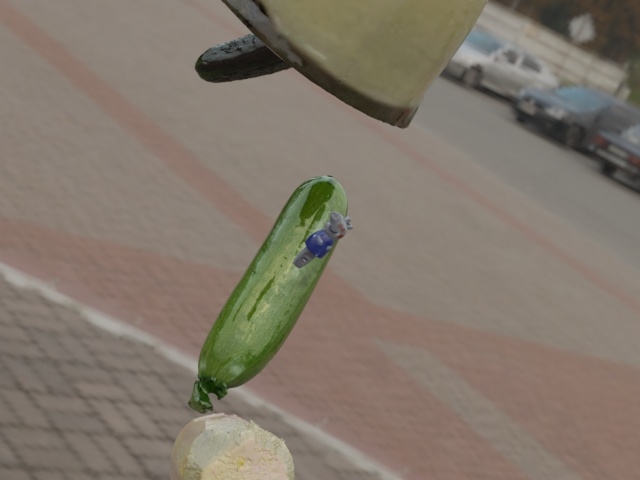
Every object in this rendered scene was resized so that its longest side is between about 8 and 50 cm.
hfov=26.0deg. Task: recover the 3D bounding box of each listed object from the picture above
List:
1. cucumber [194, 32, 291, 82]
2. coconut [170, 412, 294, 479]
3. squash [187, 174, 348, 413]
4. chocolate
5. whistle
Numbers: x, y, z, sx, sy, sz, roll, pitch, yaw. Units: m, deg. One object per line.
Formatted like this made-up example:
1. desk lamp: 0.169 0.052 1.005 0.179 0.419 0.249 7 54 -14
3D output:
1. cucumber: -0.087 -0.294 2.172 0.241 0.074 0.074 -14 -5 24
2. coconut: -0.089 0.229 1.373 0.116 0.116 0.122 23 -8 -17
3. squash: -0.067 0.071 1.882 0.101 0.378 0.101 27 -21 11
4. chocolate: 0.072 -0.345 1.804 0.314 0.297 0.326 38 13 -8
5. whistle: 0.000 0.000 1.542 0.033 0.083 0.029 37 18 -29
